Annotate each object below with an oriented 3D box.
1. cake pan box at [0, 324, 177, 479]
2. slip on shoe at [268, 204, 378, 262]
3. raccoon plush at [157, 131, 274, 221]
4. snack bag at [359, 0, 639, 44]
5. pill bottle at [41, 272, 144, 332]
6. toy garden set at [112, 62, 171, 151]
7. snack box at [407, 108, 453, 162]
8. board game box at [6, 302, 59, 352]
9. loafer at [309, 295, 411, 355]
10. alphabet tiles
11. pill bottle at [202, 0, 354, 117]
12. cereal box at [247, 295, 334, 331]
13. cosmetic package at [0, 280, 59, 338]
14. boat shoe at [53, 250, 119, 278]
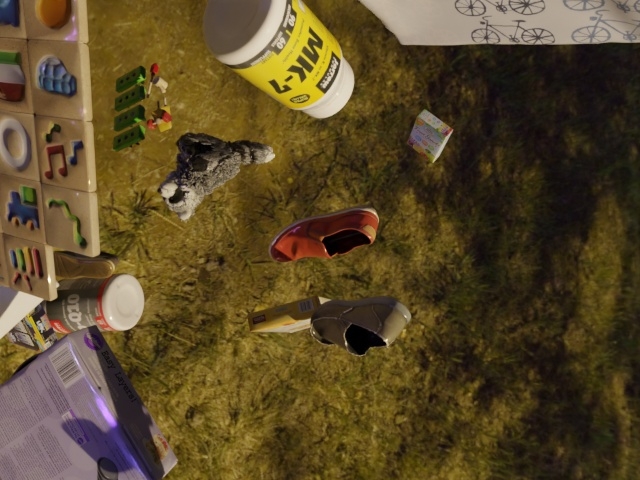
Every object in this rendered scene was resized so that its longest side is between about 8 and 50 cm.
[{"bbox_3d":[-0.391,0.299,0.650,0.267,0.245,0.070,55,10,5],"label":"cake pan box"},{"bbox_3d":[0.000,0.000,1.140,0.123,0.331,0.101,54,29,-42],"label":"slip on shoe"},{"bbox_3d":[-0.401,-0.226,1.637,0.446,0.299,0.216,1,40,-31],"label":"raccoon plush"},{"bbox_3d":[0.107,-0.247,0.334,0.342,0.323,0.037,12,100,-50],"label":"snack bag"},{"bbox_3d":[-0.676,0.183,1.206,0.161,0.283,0.161,-6,90,-77],"label":"pill bottle"},{"bbox_3d":[-0.505,-0.390,1.210,0.049,0.203,0.245,26,53,-59],"label":"toy garden set"},{"bbox_3d":[0.310,-0.296,1.202,0.100,0.141,0.037,40,75,12],"label":"snack box"},{"bbox_3d":[-0.783,0.208,1.107,0.048,0.141,0.170,-53,149,-52],"label":"board game box"},{"bbox_3d":[0.055,0.168,0.808,0.094,0.251,0.087,46,51,-15],"label":"loafer"},{"bbox_3d":[-0.314,-0.122,0.378,0.011,0.285,0.343,-32,131,-64],"label":"alphabet tiles"},{"bbox_3d":[-0.043,-0.251,0.567,0.208,0.119,0.119,13,76,-58],"label":"pill bottle"},{"bbox_3d":[-0.048,0.186,1.033,0.240,0.172,0.047,33,41,-67],"label":"cereal box"},{"bbox_3d":[-0.757,0.148,0.811,0.385,0.156,0.217,-47,160,-12],"label":"cosmetic package"},{"bbox_3d":[-0.481,0.045,0.844,0.049,0.152,0.056,-75,172,-65],"label":"boat shoe"}]
